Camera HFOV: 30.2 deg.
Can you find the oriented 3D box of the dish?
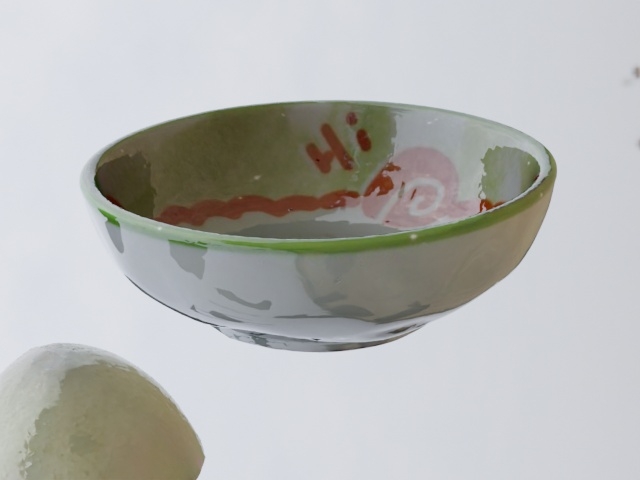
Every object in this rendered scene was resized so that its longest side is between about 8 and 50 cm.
[{"bbox_3d":[0.000,0.000,0.834,0.324,0.324,0.124,-49,-39,-63],"label":"dish"}]

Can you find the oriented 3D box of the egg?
[{"bbox_3d":[-0.337,0.248,1.589,0.337,0.337,0.201,-58,-38,-58],"label":"egg"}]
